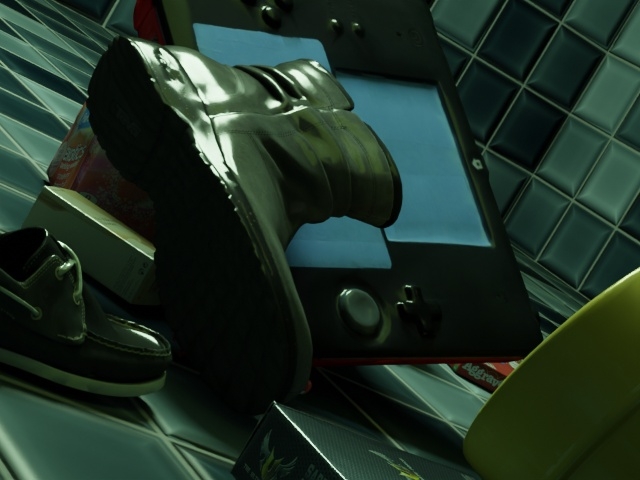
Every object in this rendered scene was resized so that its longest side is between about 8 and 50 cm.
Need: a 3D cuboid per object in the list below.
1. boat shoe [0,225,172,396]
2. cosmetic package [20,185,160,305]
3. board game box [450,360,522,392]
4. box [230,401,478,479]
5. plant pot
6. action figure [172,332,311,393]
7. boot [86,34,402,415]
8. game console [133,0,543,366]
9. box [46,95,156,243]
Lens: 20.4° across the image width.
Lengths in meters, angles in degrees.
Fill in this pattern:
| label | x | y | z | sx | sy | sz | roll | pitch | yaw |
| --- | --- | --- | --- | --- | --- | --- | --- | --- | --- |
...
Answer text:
| label | x | y | z | sx | sy | sz | roll | pitch | yaw |
| --- | --- | --- | --- | --- | --- | --- | --- | --- | --- |
| boat shoe | -0.169 | 0.034 | 1.054 | 0.233 | 0.079 | 0.084 | 26 | 6 | -42 |
| cosmetic package | -0.172 | 0.004 | 1.398 | 0.115 | 0.041 | 0.060 | 33 | 8 | 16 |
| board game box | 0.182 | 0.129 | 2.074 | 0.145 | 0.027 | 0.281 | 30 | 7 | -18 |
| box | 0.076 | 0.193 | 1.029 | 0.183 | 0.059 | 0.233 | 24 | 10 | -37 |
| plant pot | 0.279 | 0.173 | 1.369 | 0.239 | 0.254 | 0.254 | 51 | 14 | 21 |
| action figure | -0.055 | 0.091 | 1.320 | 0.115 | 0.030 | 0.038 | 21 | 15 | -26 |
| boot | -0.021 | -0.025 | 1.338 | 0.223 | 0.118 | 0.338 | 3 | 52 | -38 |
| game console | 0.020 | -0.069 | 1.546 | 0.342 | 0.060 | 0.386 | 0 | 64 | -37 |
| box | -0.083 | -0.034 | 1.624 | 0.300 | 0.142 | 0.154 | 28 | 9 | -19 |
